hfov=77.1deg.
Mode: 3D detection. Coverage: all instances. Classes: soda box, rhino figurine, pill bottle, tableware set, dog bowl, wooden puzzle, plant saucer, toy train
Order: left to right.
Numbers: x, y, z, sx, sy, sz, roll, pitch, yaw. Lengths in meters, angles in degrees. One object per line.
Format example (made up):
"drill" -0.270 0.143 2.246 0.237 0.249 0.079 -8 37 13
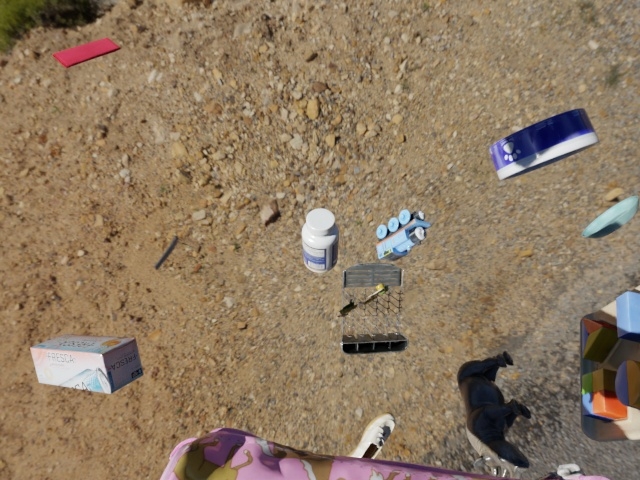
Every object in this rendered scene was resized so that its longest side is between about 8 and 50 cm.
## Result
"soda box" -0.360 0.185 0.615 0.183 0.058 0.063 -5 99 28
"pill bottle" 0.000 0.000 0.725 0.067 0.120 0.067 0 52 0
"tableware set" 0.114 0.162 1.091 0.154 0.104 0.024 -35 70 13
"toy train" 0.235 -0.013 1.152 0.080 0.184 0.105 8 62 -33
"rhino figurine" 0.293 0.298 0.681 0.106 0.243 0.073 -36 114 29
"dog bowl" 0.635 -0.271 1.158 0.265 0.265 0.104 -20 86 1
"plant saucer" 0.580 -0.040 0.797 0.119 0.119 0.021 -42 79 -1
"wooden puzzle" 0.662 0.255 0.875 0.080 0.348 0.322 15 63 7

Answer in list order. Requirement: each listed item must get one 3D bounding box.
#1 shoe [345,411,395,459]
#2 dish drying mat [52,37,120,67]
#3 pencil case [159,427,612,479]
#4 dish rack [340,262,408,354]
"shoe" 0.138 0.575 1.108 0.219 0.058 0.076 -48 116 -6
"dish drying mat" -0.332 -0.269 0.574 0.032 0.008 0.083 39 55 13
"pencil case" 0.051 0.252 0.305 0.386 0.167 0.160 3 111 8
"dish rack" 0.160 0.203 1.215 0.208 0.074 0.271 -2 103 -8
